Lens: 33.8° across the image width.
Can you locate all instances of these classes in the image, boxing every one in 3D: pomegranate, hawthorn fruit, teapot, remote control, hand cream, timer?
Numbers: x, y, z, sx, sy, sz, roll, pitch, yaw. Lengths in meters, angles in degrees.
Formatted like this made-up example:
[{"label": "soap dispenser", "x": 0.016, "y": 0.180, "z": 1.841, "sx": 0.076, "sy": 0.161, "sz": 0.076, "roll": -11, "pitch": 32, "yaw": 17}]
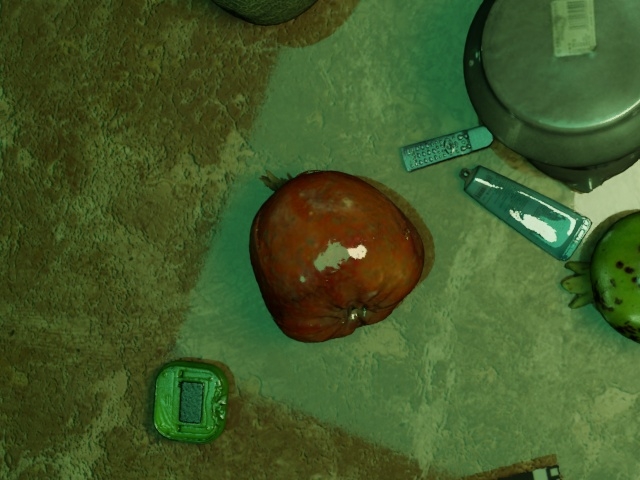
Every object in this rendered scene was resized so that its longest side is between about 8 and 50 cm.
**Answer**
[{"label": "pomegranate", "x": 0.491, "y": 0.056, "z": 1.610, "sx": 0.263, "sy": 0.211, "sz": 0.210, "roll": -3, "pitch": 92, "yaw": 54}, {"label": "hawthorn fruit", "x": 0.000, "y": 0.000, "z": 1.660, "sx": 0.276, "sy": 0.276, "sz": 0.307, "roll": -36, "pitch": 72, "yaw": 9}, {"label": "teapot", "x": 0.372, "y": -0.264, "z": 1.526, "sx": 0.306, "sy": 0.362, "sz": 0.375, "roll": -4, "pitch": 80, "yaw": 14}, {"label": "remote control", "x": 0.210, "y": -0.152, "z": 1.724, "sx": 0.153, "sy": 0.027, "sz": 0.043, "roll": -15, "pitch": 95, "yaw": 12}, {"label": "hand cream", "x": 0.324, "y": -0.055, "z": 1.702, "sx": 0.224, "sy": 0.048, "sz": 0.083, "roll": 32, "pitch": 97, "yaw": 2}, {"label": "timer", "x": -0.223, "y": 0.277, "z": 1.803, "sx": 0.128, "sy": 0.047, "sz": 0.140, "roll": 6, "pitch": 93, "yaw": 9}]

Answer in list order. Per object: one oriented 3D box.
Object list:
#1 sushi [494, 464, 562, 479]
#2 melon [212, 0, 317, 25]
[{"label": "sushi", "x": 0.283, "y": 0.577, "z": 1.660, "sx": 0.296, "sy": 0.100, "sz": 0.373, "roll": -16, "pitch": 59, "yaw": 11}, {"label": "melon", "x": -0.069, "y": -0.491, "z": 1.656, "sx": 0.238, "sy": 0.237, "sz": 0.301, "roll": 29, "pitch": 94, "yaw": 8}]
